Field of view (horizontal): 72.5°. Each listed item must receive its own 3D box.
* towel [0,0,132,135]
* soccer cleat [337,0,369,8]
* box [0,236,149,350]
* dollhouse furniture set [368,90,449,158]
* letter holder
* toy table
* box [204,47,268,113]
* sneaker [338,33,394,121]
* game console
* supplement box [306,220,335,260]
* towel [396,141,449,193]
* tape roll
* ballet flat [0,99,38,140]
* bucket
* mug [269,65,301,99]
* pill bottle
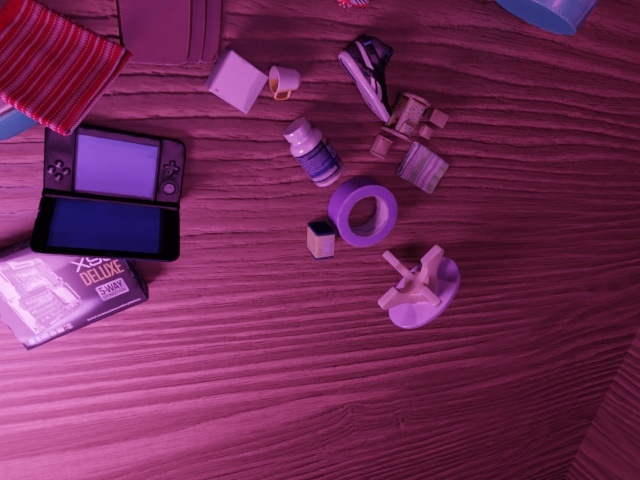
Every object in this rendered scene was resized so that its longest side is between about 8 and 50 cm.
[{"bbox_3d":[-0.504,-0.326,0.789,0.274,0.031,0.199,30,79,11],"label":"towel"},{"bbox_3d":[0.078,-0.573,1.035,0.083,0.029,0.036,-7,108,-22],"label":"soccer cleat"},{"bbox_3d":[-0.613,0.095,1.052,0.307,0.076,0.243,-22,120,-10],"label":"box"},{"bbox_3d":[0.256,-0.287,1.199,0.160,0.101,0.182,18,107,-26],"label":"dollhouse furniture set"},{"bbox_3d":[-0.286,-0.503,0.849,0.214,0.152,0.302,-5,116,-22],"label":"letter holder"},{"bbox_3d":[0.304,0.143,1.367,0.274,0.252,0.161,-55,138,-3],"label":"toy table"},{"bbox_3d":[-0.192,-0.363,0.991,0.102,0.087,0.101,28,102,-30],"label":"box"},{"bbox_3d":[0.153,-0.418,1.108,0.121,0.079,0.217,-41,121,2],"label":"sneaker"},{"bbox_3d":[-0.450,-0.106,0.956,0.293,0.173,0.250,5,109,-25],"label":"game console"},{"bbox_3d":[0.000,0.000,1.251,0.056,0.083,0.083,-7,116,-19],"label":"supplement box"},{"bbox_3d":[0.310,-0.214,1.307,0.152,0.023,0.113,24,105,-30],"label":"towel"},{"bbox_3d":[0.122,-0.083,1.263,0.188,0.080,0.189,-10,119,-18],"label":"tape roll"},{"bbox_3d":[-0.682,-0.229,0.847,0.400,0.139,0.139,-38,123,0],"label":"ballet flat"},{"bbox_3d":[0.565,-0.643,1.058,0.281,0.281,0.183,16,116,-28],"label":"bucket"},{"bbox_3d":[-0.086,-0.384,1.051,0.064,0.078,0.062,-11,86,-27],"label":"mug"},{"bbox_3d":[-0.019,-0.228,1.124,0.094,0.094,0.169,-40,123,1],"label":"pill bottle"}]
